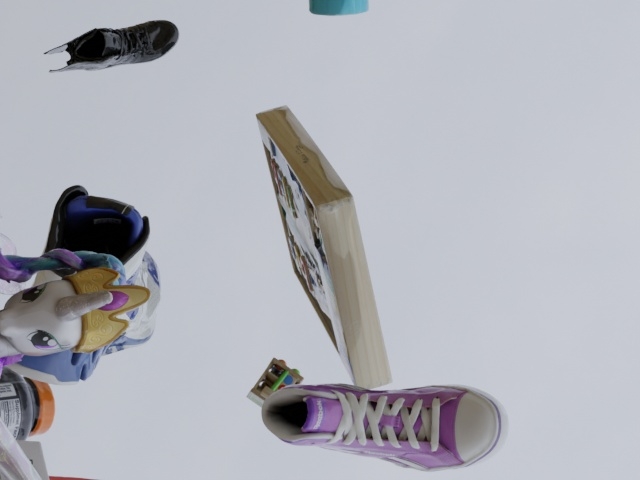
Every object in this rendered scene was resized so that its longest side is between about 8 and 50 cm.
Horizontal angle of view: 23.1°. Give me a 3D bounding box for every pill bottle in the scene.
[{"bbox_3d":[-0.495,0.243,2.192,0.130,0.245,0.130,1,-88,44],"label":"pill bottle"}]

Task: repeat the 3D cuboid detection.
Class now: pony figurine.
[{"bbox_3d":[-0.333,0.109,1.321,0.351,0.363,0.303,129,-53,-72],"label":"pony figurine"}]

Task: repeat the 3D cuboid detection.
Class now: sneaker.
[{"bbox_3d":[-0.265,-0.247,1.998,0.170,0.051,0.089,-16,180,-1],"label":"sneaker"},{"bbox_3d":[-0.232,0.028,1.712,0.315,0.127,0.182,-52,167,-72],"label":"sneaker"},{"bbox_3d":[0.063,0.212,1.788,0.282,0.161,0.102,-3,-98,31],"label":"sneaker"}]

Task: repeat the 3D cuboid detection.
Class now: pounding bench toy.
[{"bbox_3d":[-0.057,0.194,2.115,0.065,0.052,0.083,-55,179,-17],"label":"pounding bench toy"}]

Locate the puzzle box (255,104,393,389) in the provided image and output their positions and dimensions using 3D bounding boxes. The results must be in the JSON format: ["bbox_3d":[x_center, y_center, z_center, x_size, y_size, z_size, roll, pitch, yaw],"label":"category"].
[{"bbox_3d":[0.000,0.000,2.132,0.052,0.272,0.409,-17,-157,-7],"label":"puzzle box"}]

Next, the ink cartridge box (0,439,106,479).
[{"bbox_3d":[-0.311,0.358,1.789,0.066,0.261,0.296,-61,-145,32],"label":"ink cartridge box"}]

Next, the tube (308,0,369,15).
[{"bbox_3d":[0.012,-0.296,1.327,0.080,0.052,0.207,16,-65,45],"label":"tube"}]
